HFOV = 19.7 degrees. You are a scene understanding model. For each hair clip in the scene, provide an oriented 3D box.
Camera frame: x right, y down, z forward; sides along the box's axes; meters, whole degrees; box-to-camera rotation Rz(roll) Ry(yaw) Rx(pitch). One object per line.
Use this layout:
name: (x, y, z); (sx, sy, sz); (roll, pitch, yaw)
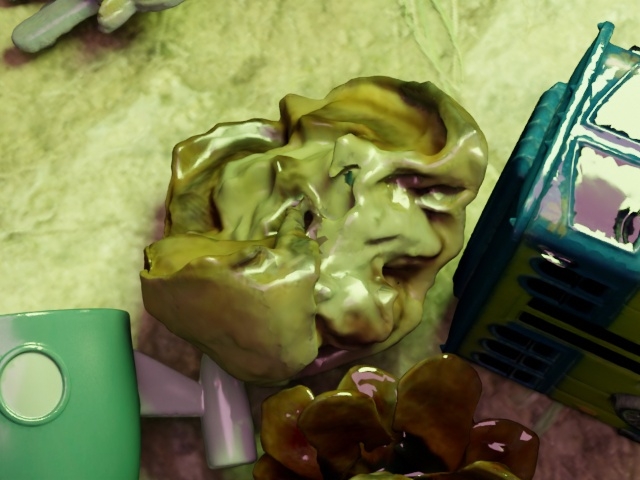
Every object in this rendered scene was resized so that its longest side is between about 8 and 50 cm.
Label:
hair clip: (-0.088, -0.214, 1.268); (0.279, 0.090, 0.137); (-16, 63, -7)

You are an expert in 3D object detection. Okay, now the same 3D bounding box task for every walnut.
walnut: (-0.010, 0.000, 1.156); (0.238, 0.141, 0.204); (-36, 32, -29)

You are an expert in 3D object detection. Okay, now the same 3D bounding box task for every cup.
cup: (-0.182, 0.136, 1.106); (0.300, 0.167, 0.173); (-5, 81, -19)

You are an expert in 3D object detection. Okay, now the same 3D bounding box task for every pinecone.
pinecone: (0.041, 0.192, 1.071); (0.202, 0.201, 0.228); (-24, 99, 29)

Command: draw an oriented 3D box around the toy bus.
toy bus: (0.181, 0.007, 1.088); (0.175, 0.287, 0.138); (25, 72, 4)
